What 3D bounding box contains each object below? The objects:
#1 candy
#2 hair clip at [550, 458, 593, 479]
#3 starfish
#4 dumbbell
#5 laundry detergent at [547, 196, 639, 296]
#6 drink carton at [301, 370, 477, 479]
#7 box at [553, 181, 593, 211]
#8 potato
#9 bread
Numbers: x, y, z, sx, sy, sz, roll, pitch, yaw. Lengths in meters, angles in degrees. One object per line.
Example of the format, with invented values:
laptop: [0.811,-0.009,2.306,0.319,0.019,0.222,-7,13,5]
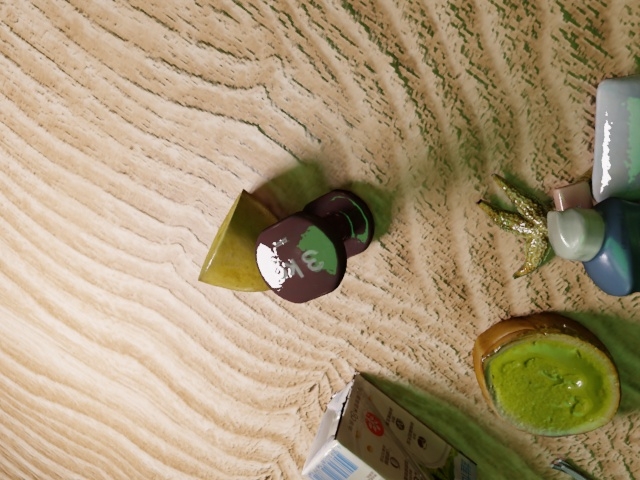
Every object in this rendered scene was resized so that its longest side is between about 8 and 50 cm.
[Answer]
candy: [0.452,-0.140,0.572,0.138,0.071,0.174,-5,107,13]
hair clip: [0.497,0.459,0.793,0.115,0.039,0.030,33,110,7]
starfish: [0.358,-0.031,0.663,0.223,0.050,0.217,29,107,0]
dumbbell: [0.000,0.000,0.679,0.140,0.225,0.124,-24,98,26]
laundry detergent: [0.455,0.012,0.572,0.289,0.094,0.143,8,88,1]
drink carton: [0.140,0.443,0.812,0.324,0.194,0.132,37,117,2]
box: [0.382,-0.028,0.622,0.048,0.025,0.115,-14,99,9]
potato: [-0.121,0.023,0.769,0.158,0.178,0.203,29,129,-18]
bread: [0.387,0.236,0.730,0.236,0.070,0.236,6,112,15]
